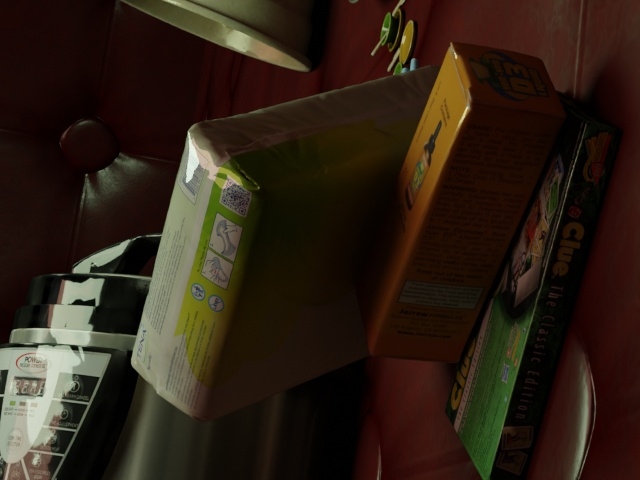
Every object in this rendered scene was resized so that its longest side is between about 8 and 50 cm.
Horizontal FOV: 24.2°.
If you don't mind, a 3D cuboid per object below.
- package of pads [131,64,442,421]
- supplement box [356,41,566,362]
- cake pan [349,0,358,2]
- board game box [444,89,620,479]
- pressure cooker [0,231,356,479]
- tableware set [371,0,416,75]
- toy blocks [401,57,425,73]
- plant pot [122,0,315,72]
[{"bbox_3d":[0.000,0.000,1.172,0.101,0.296,0.229,38,127,30],"label":"package of pads"},{"bbox_3d":[0.094,-0.021,1.058,0.078,0.080,0.233,-100,21,-48],"label":"supplement box"},{"bbox_3d":[0.046,-0.423,1.723,0.293,0.054,0.293,-169,90,-80],"label":"cake pan"},{"bbox_3d":[0.143,0.030,1.044,0.136,0.030,0.260,-119,41,-70],"label":"board game box"},{"bbox_3d":[-0.171,0.194,1.613,0.375,0.369,0.421,129,151,-78],"label":"pressure cooker"},{"bbox_3d":[0.079,-0.211,1.612,0.104,0.024,0.154,124,155,-64],"label":"tableware set"},{"bbox_3d":[0.077,-0.086,1.420,0.123,0.054,0.148,120,158,-59],"label":"toy blocks"},{"bbox_3d":[-0.113,-0.447,2.161,0.334,0.333,0.306,-158,89,-79],"label":"plant pot"}]
